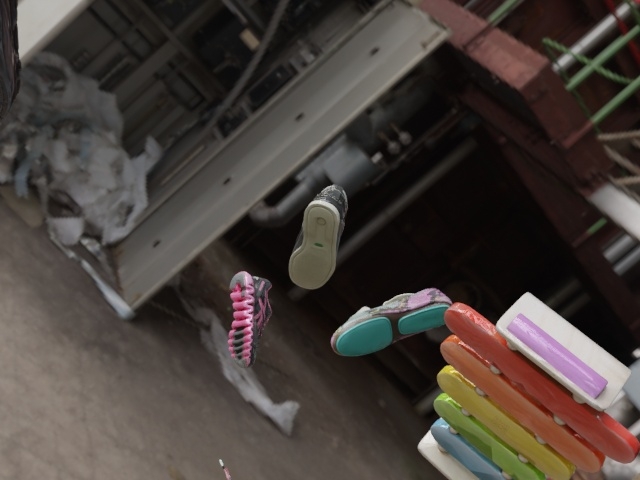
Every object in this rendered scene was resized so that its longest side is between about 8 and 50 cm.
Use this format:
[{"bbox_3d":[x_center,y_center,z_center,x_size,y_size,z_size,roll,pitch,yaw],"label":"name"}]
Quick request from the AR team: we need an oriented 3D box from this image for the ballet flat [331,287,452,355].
[{"bbox_3d":[0.112,0.132,1.399,0.079,0.222,0.076,-128,-155,-55],"label":"ballet flat"}]

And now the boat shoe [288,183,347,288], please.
[{"bbox_3d":[0.000,0.000,1.507,0.084,0.233,0.079,20,45,4],"label":"boat shoe"}]

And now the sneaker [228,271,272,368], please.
[{"bbox_3d":[-0.082,0.100,1.047,0.057,0.119,0.047,9,-9,-43],"label":"sneaker"}]

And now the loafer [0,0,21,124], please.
[{"bbox_3d":[-0.450,-0.269,1.156,0.109,0.095,0.302,32,-33,0],"label":"loafer"}]

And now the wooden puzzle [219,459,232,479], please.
[{"bbox_3d":[-0.115,0.328,1.109,0.049,0.006,0.083,100,-34,-68],"label":"wooden puzzle"}]

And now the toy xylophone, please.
[{"bbox_3d":[0.218,0.183,0.831,0.236,0.081,0.322,35,-33,24],"label":"toy xylophone"}]
